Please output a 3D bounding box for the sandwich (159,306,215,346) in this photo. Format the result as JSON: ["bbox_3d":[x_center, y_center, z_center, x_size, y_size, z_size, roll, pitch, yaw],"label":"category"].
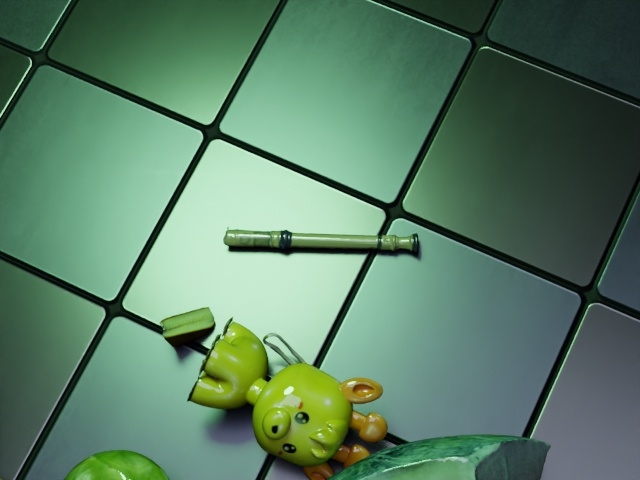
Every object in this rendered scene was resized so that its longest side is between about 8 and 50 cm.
[{"bbox_3d":[-0.163,0.104,1.564,0.083,0.044,0.031,-11,68,-46],"label":"sandwich"}]

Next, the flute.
[{"bbox_3d":[0.000,0.000,1.593,0.233,0.027,0.027,2,71,5],"label":"flute"}]

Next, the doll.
[{"bbox_3d":[-0.035,0.183,1.491,0.220,0.135,0.143,25,106,7],"label":"doll"}]

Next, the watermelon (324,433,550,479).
[{"bbox_3d":[0.094,0.343,1.381,0.387,0.228,0.258,-30,80,-1],"label":"watermelon"}]

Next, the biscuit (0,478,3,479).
[{"bbox_3d":[-0.407,0.419,1.463,0.275,0.052,0.355,-13,68,-1],"label":"biscuit"}]

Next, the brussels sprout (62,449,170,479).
[{"bbox_3d":[-0.222,0.303,1.456,0.155,0.117,0.155,-2,60,4],"label":"brussels sprout"}]
